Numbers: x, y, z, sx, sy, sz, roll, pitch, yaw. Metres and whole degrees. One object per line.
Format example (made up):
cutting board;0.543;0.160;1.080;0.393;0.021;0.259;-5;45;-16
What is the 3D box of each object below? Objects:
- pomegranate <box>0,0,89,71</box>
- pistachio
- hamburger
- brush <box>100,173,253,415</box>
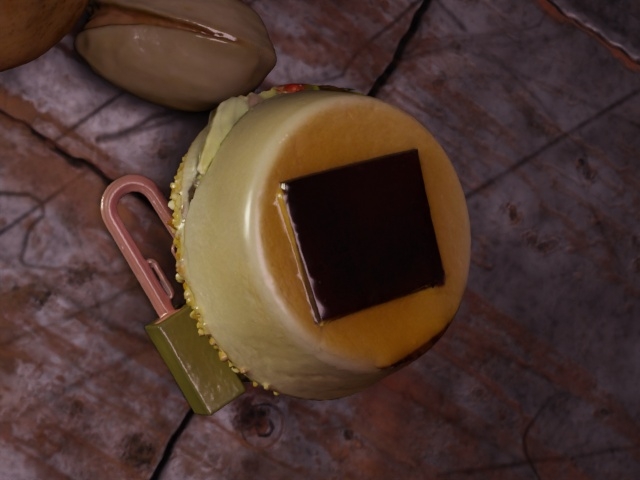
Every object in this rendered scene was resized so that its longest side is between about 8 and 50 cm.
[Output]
pomegranate;-0.319;-0.289;1.219;0.322;0.322;0.322;0;89;-19
pistachio;-0.133;-0.183;1.375;0.185;0.124;0.124;8;86;-17
hamburger;0.000;0.000;1.370;0.302;0.170;0.302;5;81;-36
brush;-0.130;0.042;1.411;0.103;0.047;0.233;-34;99;-19
